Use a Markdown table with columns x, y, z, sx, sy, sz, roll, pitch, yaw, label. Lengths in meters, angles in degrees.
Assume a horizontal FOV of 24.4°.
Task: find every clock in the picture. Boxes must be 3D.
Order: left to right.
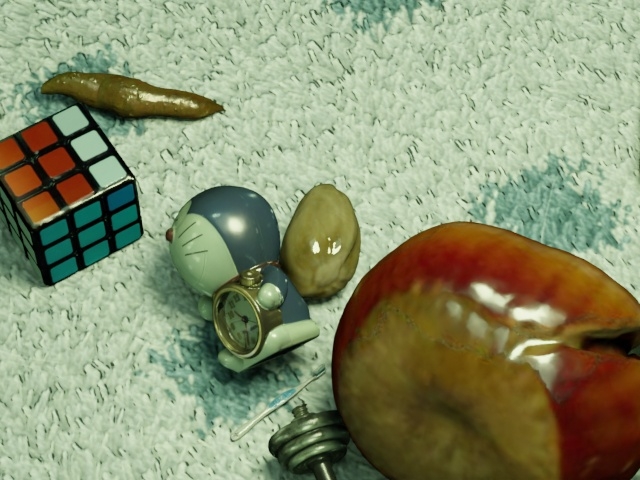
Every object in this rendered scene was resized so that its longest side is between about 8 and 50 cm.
| x | y | z | sx | sy | sz | roll | pitch | yaw | label |
| --- | --- | --- | --- | --- | --- | --- | --- | --- | --- |
| -0.109 | 0.046 | 1.959 | 0.146 | 0.199 | 0.243 | -17 | 78 | -36 | clock |

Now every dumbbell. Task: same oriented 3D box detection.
| x | y | z | sx | sy | sz | roll | pitch | yaw | label |
| --- | --- | --- | --- | --- | --- | --- | --- | --- | --- |
| 0.016 | 0.322 | 1.847 | 0.110 | 0.110 | 0.254 | -17 | 67 | -12 | dumbbell |

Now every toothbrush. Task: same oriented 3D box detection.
| x | y | z | sx | sy | sz | roll | pitch | yaw | label |
| --- | --- | --- | --- | --- | --- | --- | --- | --- | --- |
| -0.054 | 0.215 | 1.958 | 0.162 | 0.017 | 0.014 | -38 | 61 | -17 | toothbrush |

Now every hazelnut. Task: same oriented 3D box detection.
| x | y | z | sx | sy | sz | roll | pitch | yaw | label |
| --- | --- | --- | --- | --- | --- | --- | --- | --- | --- |
| 0.221 | 0.151 | 1.812 | 0.409 | 0.359 | 0.359 | 20 | 60 | 11 | hazelnut |

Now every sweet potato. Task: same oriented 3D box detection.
| x | y | z | sx | sy | sz | roll | pitch | yaw | label |
| --- | --- | --- | --- | --- | --- | --- | --- | --- | --- |
| -0.276 | -0.211 | 2.189 | 0.273 | 0.067 | 0.067 | 9 | 58 | -3 | sweet potato |

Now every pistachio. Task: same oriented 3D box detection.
| x | y | z | sx | sy | sz | roll | pitch | yaw | label |
| --- | --- | --- | --- | --- | --- | --- | --- | --- | --- |
| 0.000 | 0.000 | 2.044 | 0.108 | 0.126 | 0.185 | 37 | 50 | -29 | pistachio |

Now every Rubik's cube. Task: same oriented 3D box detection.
| x | y | z | sx | sy | sz | roll | pitch | yaw | label |
| --- | --- | --- | --- | --- | --- | --- | --- | --- | --- |
| -0.354 | -0.064 | 2.034 | 0.160 | 0.162 | 0.163 | -29 | 62 | -17 | Rubik's cube |

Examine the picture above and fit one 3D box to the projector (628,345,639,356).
| x | y | z | sx | sy | sz | roll | pitch | yaw | label |
| --- | --- | --- | --- | --- | --- | --- | --- | --- | --- |
| 0.495 | 0.198 | 1.887 | 0.163 | 0.177 | 0.242 | -15 | 58 | -9 | projector |
